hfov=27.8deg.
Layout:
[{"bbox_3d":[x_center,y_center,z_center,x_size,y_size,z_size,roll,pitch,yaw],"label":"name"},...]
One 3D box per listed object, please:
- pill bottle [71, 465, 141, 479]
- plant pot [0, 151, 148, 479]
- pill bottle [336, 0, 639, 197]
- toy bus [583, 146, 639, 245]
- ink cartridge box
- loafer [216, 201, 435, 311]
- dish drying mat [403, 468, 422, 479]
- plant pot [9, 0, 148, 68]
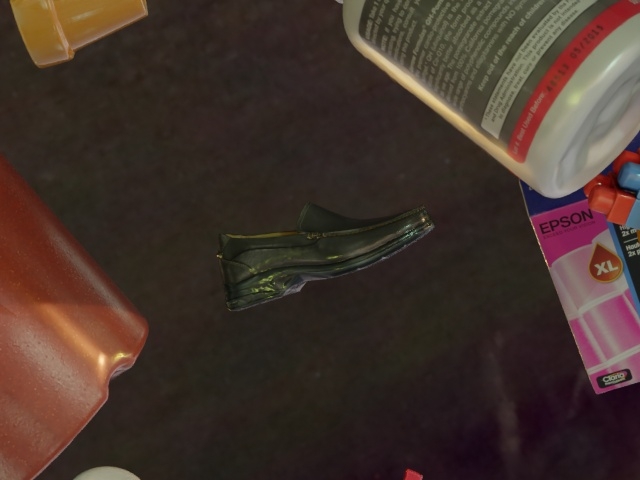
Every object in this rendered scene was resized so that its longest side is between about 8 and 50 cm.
[{"bbox_3d":[-0.285,0.393,1.673,0.117,0.117,0.215,-21,147,-30],"label":"pill bottle"},{"bbox_3d":[-0.284,0.043,0.919,0.272,0.265,0.272,-41,-166,12],"label":"plant pot"},{"bbox_3d":[0.132,-0.195,1.105,0.176,0.318,0.176,-40,156,-21],"label":"pill bottle"},{"bbox_3d":[0.359,-0.043,1.243,0.220,0.211,0.149,-74,180,-65],"label":"toy bus"},{"bbox_3d":[0.370,0.012,1.604,0.176,0.371,0.069,-19,-156,13],"label":"ink cartridge box"},{"bbox_3d":[0.000,0.000,0.959,0.170,0.061,0.062,-19,177,10],"label":"loafer"},{"bbox_3d":[0.087,0.279,1.327,0.008,0.083,0.032,5,162,39],"label":"dish drying mat"},{"bbox_3d":[-0.376,-0.391,2.015,0.188,0.205,0.205,-15,169,-1],"label":"plant pot"}]
